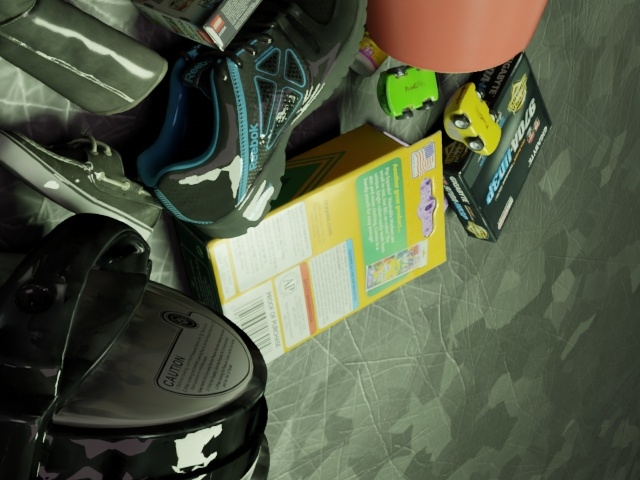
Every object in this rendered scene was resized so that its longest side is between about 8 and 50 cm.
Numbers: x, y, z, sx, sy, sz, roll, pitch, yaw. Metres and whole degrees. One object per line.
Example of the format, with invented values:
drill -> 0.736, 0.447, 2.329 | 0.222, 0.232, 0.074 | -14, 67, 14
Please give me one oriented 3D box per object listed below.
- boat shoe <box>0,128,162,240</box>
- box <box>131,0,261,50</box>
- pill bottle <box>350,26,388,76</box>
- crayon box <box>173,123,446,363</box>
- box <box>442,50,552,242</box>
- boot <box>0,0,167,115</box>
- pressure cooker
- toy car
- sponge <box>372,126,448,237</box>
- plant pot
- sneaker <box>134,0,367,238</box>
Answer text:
boat shoe -> -0.223, -0.063, 0.897 | 0.070, 0.078, 0.219 | -58, 150, -3
box -> -0.075, -0.279, 0.897 | 0.207, 0.114, 0.036 | -54, 141, -9
pill bottle -> 0.068, -0.237, 1.137 | 0.083, 0.043, 0.043 | -52, 141, -13
crayon box -> 0.000, 0.000, 1.141 | 0.323, 0.083, 0.203 | -27, 131, -24
box -> 0.247, -0.135, 1.362 | 0.220, 0.051, 0.175 | -61, 142, -19
boot -> -0.204, -0.178, 0.782 | 0.208, 0.190, 0.076 | 33, 56, -45
pressure cooker -> -0.239, 0.186, 0.790 | 0.375, 0.370, 0.420 | 2, 109, -43
toy car -> 0.133, -0.201, 1.175 | 0.225, 0.053, 0.239 | -27, 110, -44
sponge -> 0.107, -0.068, 1.292 | 0.210, 0.031, 0.117 | 20, 96, -52
plant pot -> 0.144, -0.331, 1.014 | 0.275, 0.275, 0.243 | -36, 146, -29
sneaker -> -0.062, -0.171, 0.945 | 0.140, 0.125, 0.340 | 29, 82, -54
